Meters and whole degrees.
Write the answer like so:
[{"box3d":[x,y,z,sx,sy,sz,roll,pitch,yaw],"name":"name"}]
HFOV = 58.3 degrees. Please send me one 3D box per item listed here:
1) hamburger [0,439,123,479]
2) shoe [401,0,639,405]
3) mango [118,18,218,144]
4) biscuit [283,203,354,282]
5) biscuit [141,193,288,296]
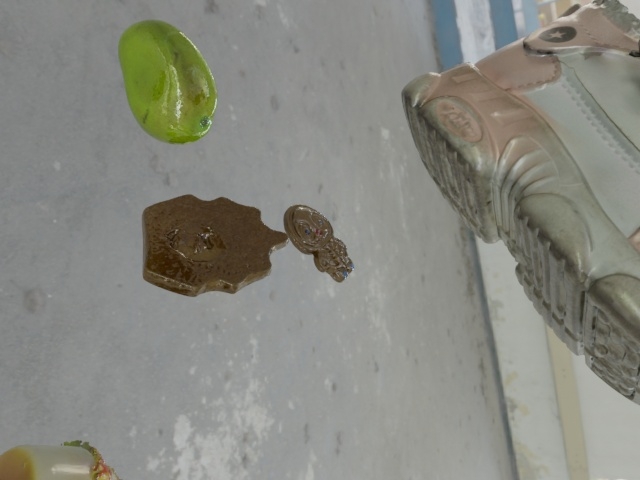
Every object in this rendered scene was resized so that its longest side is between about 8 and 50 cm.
[{"box3d":[-0.399,0.428,0.809,0.179,0.276,0.294,40,52,-34],"name":"hamburger"},{"box3d":[0.223,-0.037,0.406,0.351,0.198,0.172,55,3,23],"name":"shoe"},{"box3d":[-0.192,-0.200,0.722,0.089,0.117,0.163,-29,102,-58],"name":"mango"},{"box3d":[0.000,0.000,1.103,0.175,0.026,0.124,49,35,-1],"name":"biscuit"},{"box3d":[-0.152,0.006,0.850,0.034,0.215,0.182,109,-26,-47],"name":"biscuit"}]
